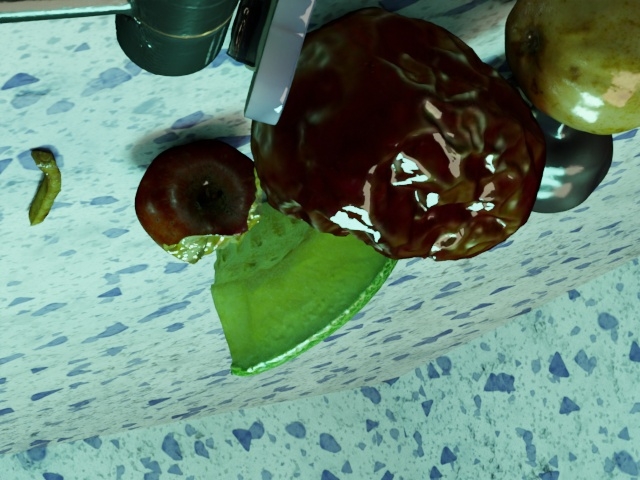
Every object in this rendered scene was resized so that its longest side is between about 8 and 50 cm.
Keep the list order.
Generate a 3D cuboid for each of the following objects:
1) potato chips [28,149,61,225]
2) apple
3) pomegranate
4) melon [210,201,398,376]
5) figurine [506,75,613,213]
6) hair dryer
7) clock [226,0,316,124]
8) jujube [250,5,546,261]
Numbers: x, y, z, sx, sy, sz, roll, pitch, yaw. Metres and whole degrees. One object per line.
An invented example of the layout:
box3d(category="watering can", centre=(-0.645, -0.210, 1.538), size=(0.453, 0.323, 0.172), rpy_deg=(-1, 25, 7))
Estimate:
box3d(category="potato chips", centre=(-0.335, -0.062, 1.536), size=(0.037, 0.026, 0.204), rpy_deg=(-10, 164, -18))
box3d(category="apple", centre=(-0.151, -0.050, 1.579), size=(0.156, 0.147, 0.158), rpy_deg=(-49, -179, -12))
box3d(category="pomegranate", centre=(0.307, -0.219, 1.397), size=(0.207, 0.207, 0.207), rpy_deg=(-17, 165, -5))
box3d(category="melon", centre=(0.000, 0.000, 1.834), size=(0.343, 0.226, 0.331), rpy_deg=(-23, -156, 19))
box3d(category="figurine", centre=(0.209, -0.148, 1.674), size=(0.364, 0.206, 0.218), rpy_deg=(7, 138, -3))
box3d(category="hair dryer", centre=(-0.240, -0.203, 1.054), size=(0.352, 0.107, 0.189), rpy_deg=(-6, 164, -14))
box3d(category="clock", centre=(-0.041, -0.212, 1.134), size=(0.064, 0.172, 0.198), rpy_deg=(15, 117, -8))
box3d(category="jujube", centre=(0.086, -0.107, 1.379), size=(0.276, 0.277, 0.377), rpy_deg=(-25, 154, 25))
